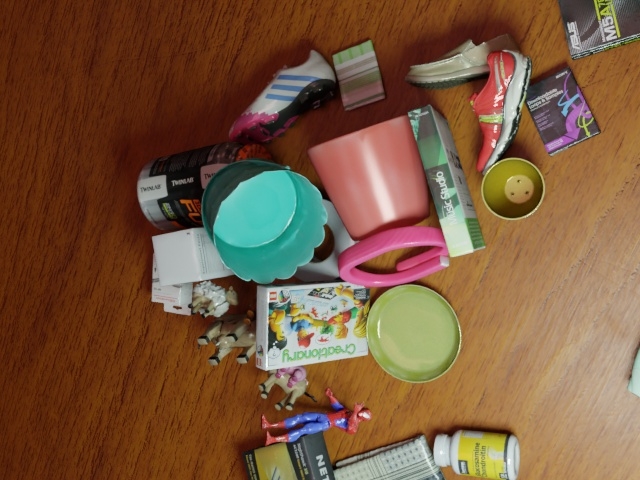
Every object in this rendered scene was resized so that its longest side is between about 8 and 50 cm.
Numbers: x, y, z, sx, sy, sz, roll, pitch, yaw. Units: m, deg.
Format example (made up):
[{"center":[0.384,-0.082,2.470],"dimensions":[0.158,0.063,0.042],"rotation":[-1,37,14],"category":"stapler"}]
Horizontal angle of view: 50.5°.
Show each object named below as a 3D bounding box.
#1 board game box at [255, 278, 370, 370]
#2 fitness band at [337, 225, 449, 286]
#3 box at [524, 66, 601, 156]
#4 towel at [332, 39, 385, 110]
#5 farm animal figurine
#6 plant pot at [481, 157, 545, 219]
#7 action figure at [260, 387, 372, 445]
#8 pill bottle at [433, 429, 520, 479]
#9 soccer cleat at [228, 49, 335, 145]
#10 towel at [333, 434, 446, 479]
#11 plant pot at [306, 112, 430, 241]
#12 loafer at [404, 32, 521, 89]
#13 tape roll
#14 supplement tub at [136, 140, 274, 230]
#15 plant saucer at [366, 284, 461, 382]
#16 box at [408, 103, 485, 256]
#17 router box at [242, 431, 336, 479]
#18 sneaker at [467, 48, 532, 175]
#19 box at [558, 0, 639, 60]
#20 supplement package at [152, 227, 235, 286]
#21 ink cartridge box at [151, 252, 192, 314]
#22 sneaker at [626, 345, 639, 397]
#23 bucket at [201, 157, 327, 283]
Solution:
[{"center":[-0.013,0.196,1.638],"dimensions":[0.053,0.305,0.192],"rotation":[8,98,54],"category":"board game box"},{"center":[0.170,0.042,1.564],"dimensions":[0.291,0.209,0.054],"rotation":[-29,57,46],"category":"fitness band"},{"center":[0.525,-0.283,1.491],"dimensions":[0.116,0.029,0.162],"rotation":[-26,81,25],"category":"box"},{"center":[0.097,-0.411,1.698],"dimensions":[0.113,0.023,0.152],"rotation":[-14,85,24],"category":"towel"},{"center":[-0.161,0.255,1.768],"dimensions":[0.327,0.172,0.330],"rotation":[8,123,24],"category":"farm animal figurine"},{"center":[0.436,-0.114,1.508],"dimensions":[0.134,0.095,0.134],"rotation":[2,94,26],"category":"plant pot"},{"center":[0.000,0.427,1.685],"dimensions":[0.091,0.280,0.139],"rotation":[-115,29,-54],"category":"action figure"},{"center":[0.363,0.497,1.578],"dimensions":[0.184,0.103,0.103],"rotation":[-2,92,26],"category":"pill bottle"},{"center":[-0.105,-0.366,1.759],"dimensions":[0.331,0.116,0.143],"rotation":[-27,64,23],"category":"soccer cleat"},{"center":[0.188,0.679,1.712],"dimensions":[0.324,0.056,0.312],"rotation":[-28,84,22],"category":"towel"},{"center":[0.127,-0.141,1.577],"dimensions":[0.275,0.275,0.243],"rotation":[-15,97,26],"category":"plant pot"},{"center":[0.324,-0.407,1.547],"dimensions":[0.269,0.102,0.092],"rotation":[-6,89,17],"category":"loafer"},{"center":[0.000,0.000,1.740],"dimensions":[0.219,0.072,0.219],"rotation":[1,93,26],"category":"tape roll"},{"center":[-0.296,-0.145,1.800],"dimensions":[0.338,0.207,0.207],"rotation":[-9,89,27],"category":"supplement tub"},{"center":[0.230,0.226,1.662],"dimensions":[0.241,0.037,0.240],"rotation":[2,94,25],"category":"plant saucer"},{"center":[0.284,-0.126,1.504],"dimensions":[0.058,0.232,0.322],"rotation":[-19,85,19],"category":"box"},{"center":[-0.063,0.675,1.761],"dimensions":[0.243,0.081,0.308],"rotation":[-27,73,37],"category":"router box"},{"center":[0.380,-0.283,1.496],"dimensions":[0.118,0.107,0.279],"rotation":[21,119,22],"category":"sneaker"},{"center":[0.603,-0.501,1.431],"dimensions":[0.184,0.045,0.190],"rotation":[-12,88,24],"category":"box"},{"center":[-0.309,0.036,1.796],"dimensions":[0.134,0.244,0.139],"rotation":[-10,88,26],"category":"supplement package"},{"center":[-0.428,0.127,1.961],"dimensions":[0.104,0.060,0.180],"rotation":[5,96,25],"category":"ink cartridge box"},{"center":[0.761,0.312,1.377],"dimensions":[0.256,0.094,0.151],"rotation":[25,98,32],"category":"sneaker"},{"center":[-0.141,-0.059,1.598],"dimensions":[0.183,0.281,0.281],"rotation":[44,117,60],"category":"bucket"}]
